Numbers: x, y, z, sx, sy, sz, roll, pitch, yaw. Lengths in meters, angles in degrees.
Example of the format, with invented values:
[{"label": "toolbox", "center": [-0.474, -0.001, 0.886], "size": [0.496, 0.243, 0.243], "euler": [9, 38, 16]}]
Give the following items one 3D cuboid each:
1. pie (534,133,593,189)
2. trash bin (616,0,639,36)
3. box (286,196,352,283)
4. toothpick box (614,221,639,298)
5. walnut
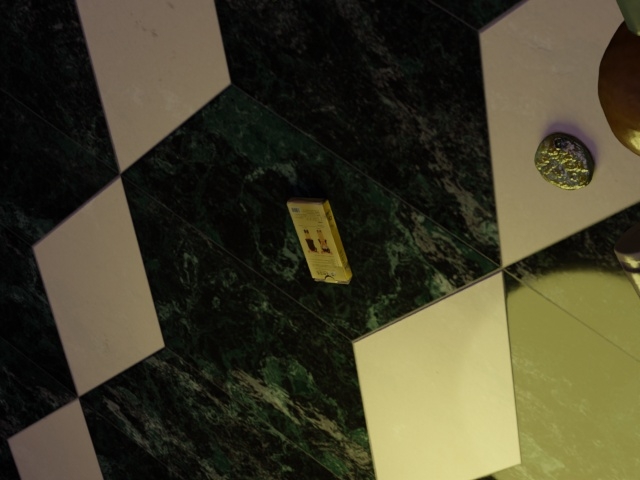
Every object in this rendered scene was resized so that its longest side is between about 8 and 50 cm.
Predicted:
[{"label": "pie", "center": [0.320, -0.101, 1.885], "size": [0.085, 0.017, 0.085], "euler": [22, 132, 26]}, {"label": "trash bin", "center": [0.353, -0.381, 1.417], "size": [0.223, 0.158, 0.343], "euler": [3, 140, 47]}, {"label": "box", "center": [0.000, 0.000, 2.246], "size": [0.073, 0.020, 0.149], "euler": [5, 124, 38]}, {"label": "toothpick box", "center": [0.458, 0.060, 1.821], "size": [0.111, 0.111, 0.180], "euler": [-14, 113, 46]}, {"label": "walnut", "center": [0.440, -0.184, 1.573], "size": [0.298, 0.203, 0.203], "euler": [-9, 115, 42]}]
